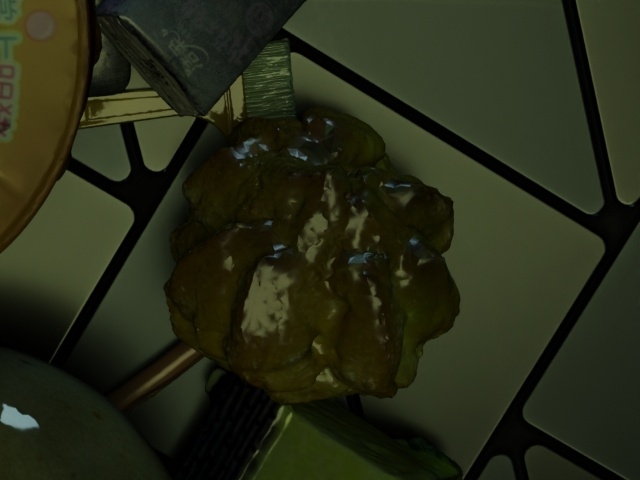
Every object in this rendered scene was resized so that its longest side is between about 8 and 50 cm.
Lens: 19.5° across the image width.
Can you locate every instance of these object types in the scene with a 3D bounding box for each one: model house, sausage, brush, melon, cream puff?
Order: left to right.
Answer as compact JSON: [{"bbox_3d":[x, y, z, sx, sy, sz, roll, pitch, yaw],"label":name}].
[{"bbox_3d":[-0.239,0.230,1.414,0.330,0.268,0.268,38,94,3],"label":"melon"},{"bbox_3d":[-0.137,0.112,1.530,0.116,0.026,0.026,-37,102,0],"label":"sausage"},{"bbox_3d":[-0.122,-0.111,1.500,0.205,0.011,0.083,-6,101,-5],"label":"brush"},{"bbox_3d":[-0.027,0.214,1.524,0.211,0.170,0.194,33,103,17],"label":"model house"},{"bbox_3d":[-0.002,0.012,1.430,0.244,0.196,0.244,0,88,0],"label":"cream puff"}]

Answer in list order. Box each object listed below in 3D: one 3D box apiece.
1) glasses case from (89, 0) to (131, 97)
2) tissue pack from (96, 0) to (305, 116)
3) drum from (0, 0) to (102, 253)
[{"bbox_3d":[-0.311,-0.148,1.438,0.323,0.074,0.131,-12,100,-4],"label":"glasses case"},{"bbox_3d":[-0.086,-0.187,1.437,0.112,0.051,0.156,49,68,-24],"label":"tissue pack"},{"bbox_3d":[-0.360,-0.159,1.270,0.431,0.214,0.431,-3,110,-7],"label":"drum"}]
